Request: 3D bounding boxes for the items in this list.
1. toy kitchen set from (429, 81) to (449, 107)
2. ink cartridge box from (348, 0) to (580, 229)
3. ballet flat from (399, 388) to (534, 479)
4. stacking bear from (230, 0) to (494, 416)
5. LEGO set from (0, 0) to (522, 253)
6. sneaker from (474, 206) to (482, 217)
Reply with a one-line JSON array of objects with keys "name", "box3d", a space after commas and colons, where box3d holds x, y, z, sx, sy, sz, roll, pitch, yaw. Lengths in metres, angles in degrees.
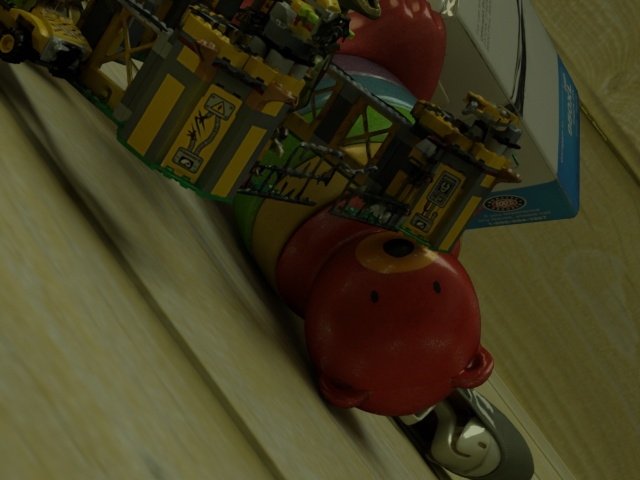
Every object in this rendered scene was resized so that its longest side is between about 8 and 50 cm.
[{"name": "toy kitchen set", "box3d": [0.033, -0.069, 1.197, 0.122, 0.166, 0.207, 48, 15, -44]}, {"name": "ink cartridge box", "box3d": [0.071, -0.162, 1.485, 0.395, 0.285, 0.166, 47, 43, -54]}, {"name": "ballet flat", "box3d": [0.084, 0.129, 1.118, 0.213, 0.072, 0.068, 51, 33, -19]}, {"name": "stacking bear", "box3d": [0.025, -0.012, 0.972, 0.289, 0.175, 0.164, -107, -161, -45]}, {"name": "LEGO set", "box3d": [-0.008, -0.140, 0.770, 0.331, 0.192, 0.255, 17, 20, -50]}, {"name": "sneaker", "box3d": [0.062, -0.034, 1.391, 0.279, 0.118, 0.107, 19, -43, 63]}]
